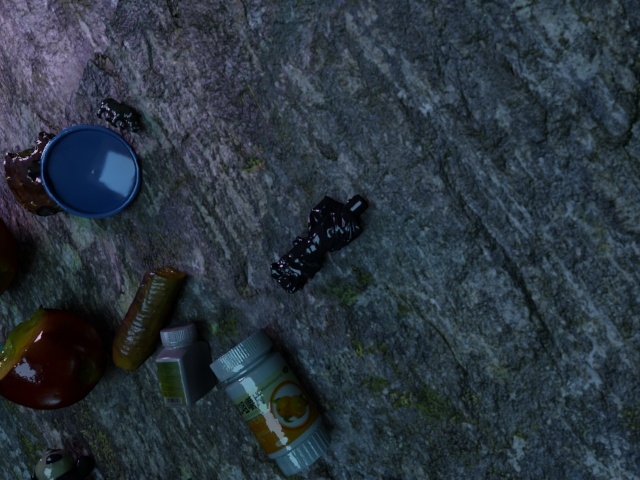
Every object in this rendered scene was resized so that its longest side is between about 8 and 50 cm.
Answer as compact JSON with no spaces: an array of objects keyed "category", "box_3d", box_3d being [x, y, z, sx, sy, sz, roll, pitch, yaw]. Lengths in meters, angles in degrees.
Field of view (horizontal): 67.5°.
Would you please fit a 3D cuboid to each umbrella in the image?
[{"category":"umbrella","box_3d":[-0.001,0.000,1.079,0.110,0.122,0.272,32,109,-34]}]

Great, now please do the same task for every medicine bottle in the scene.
[{"category":"medicine bottle","box_3d":[-0.115,0.385,1.148,0.158,0.158,0.318,-36,87,21]},{"category":"medicine bottle","box_3d":[-0.349,0.313,1.232,0.088,0.132,0.189,-8,95,21]}]

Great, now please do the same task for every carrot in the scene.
[{"category":"carrot","box_3d":[-0.459,0.200,1.263,0.114,0.114,0.302,30,104,12]}]

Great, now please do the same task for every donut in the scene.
[{"category":"donut","box_3d":[-0.742,-0.179,1.311,0.230,0.096,0.216,-32,90,20]}]

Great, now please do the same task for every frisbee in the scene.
[{"category":"frisbee","box_3d":[-0.591,-0.178,1.243,0.241,0.045,0.243,-3,100,-15]}]

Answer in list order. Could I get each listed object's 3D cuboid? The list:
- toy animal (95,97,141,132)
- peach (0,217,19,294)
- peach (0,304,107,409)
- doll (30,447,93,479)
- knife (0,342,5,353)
[{"category":"toy animal","box_3d":[-0.514,-0.319,1.235,0.135,0.047,0.065,31,99,18]},{"category":"peach","box_3d":[-1.048,0.027,1.342,0.372,0.290,0.373,21,138,21]},{"category":"peach","box_3d":[-0.766,0.315,1.313,0.337,0.281,0.282,14,103,17]},{"category":"doll","box_3d":[-0.770,0.738,1.448,0.143,0.135,0.235,-19,88,19]},{"category":"knife","box_3d":[-0.950,0.328,1.502,0.260,0.034,0.063,-12,94,15]}]
